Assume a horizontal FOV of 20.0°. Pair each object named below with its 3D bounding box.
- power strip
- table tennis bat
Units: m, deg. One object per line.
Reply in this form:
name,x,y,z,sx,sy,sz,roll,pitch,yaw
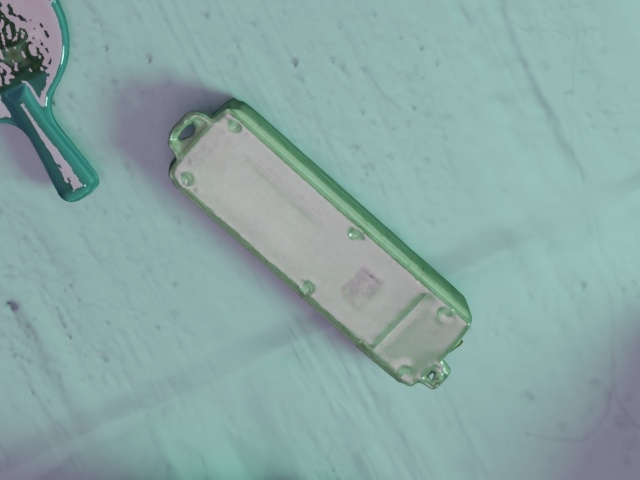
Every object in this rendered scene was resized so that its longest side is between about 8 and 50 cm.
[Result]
power strip,-0.001,0.000,1.325,0.272,0.052,0.078,41,102,-8
table tennis bat,-0.223,-0.117,1.309,0.124,0.033,0.201,-30,98,10
